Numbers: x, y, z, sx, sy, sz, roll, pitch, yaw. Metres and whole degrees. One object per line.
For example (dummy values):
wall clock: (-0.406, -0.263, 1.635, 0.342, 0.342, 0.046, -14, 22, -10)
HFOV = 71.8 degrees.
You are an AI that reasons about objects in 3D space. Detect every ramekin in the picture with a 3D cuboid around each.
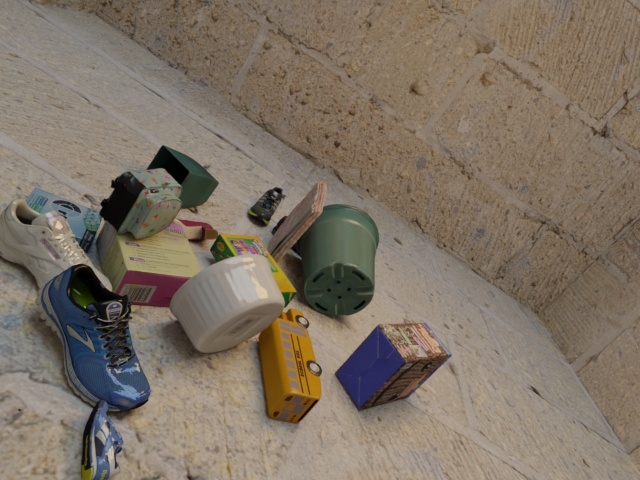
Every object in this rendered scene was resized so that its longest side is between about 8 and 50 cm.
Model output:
ramekin: (-0.226, 0.169, 1.130, 0.277, 0.277, 0.135, 2, 49, -55)

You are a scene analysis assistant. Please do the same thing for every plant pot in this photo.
plant pot: (-0.510, -0.225, 1.675, 0.166, 0.165, 0.234, 43, 14, 18)
plant pot: (0.068, 0.088, 1.697, 0.341, 0.341, 0.334, 29, 31, -17)

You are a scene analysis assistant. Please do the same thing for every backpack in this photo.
backpack: (-0.452, -0.103, 1.166, 0.144, 0.165, 0.188, 38, 25, 1)

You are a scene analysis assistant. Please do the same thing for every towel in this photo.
towel: (-0.101, -0.063, 1.708, 0.053, 0.332, 0.317, 39, 21, -12)

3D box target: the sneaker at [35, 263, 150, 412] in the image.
sneaker: (-0.444, 0.190, 0.889, 0.330, 0.147, 0.130, 54, 25, 8)

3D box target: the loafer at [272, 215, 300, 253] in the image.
loafer: (-0.065, 0.007, 1.934, 0.303, 0.095, 0.109, 34, 20, -3)

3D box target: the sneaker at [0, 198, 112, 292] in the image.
sneaker: (-0.607, 0.028, 1.009, 0.305, 0.152, 0.114, 35, 20, -4)

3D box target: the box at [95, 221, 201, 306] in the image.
box: (-0.468, 0.054, 1.208, 0.214, 0.117, 0.243, 13, 32, -44)

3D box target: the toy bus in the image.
toy bus: (-0.090, 0.327, 1.222, 0.130, 0.108, 0.332, 22, 25, -27)

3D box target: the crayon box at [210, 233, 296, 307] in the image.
crayon box: (-0.222, 0.099, 1.449, 0.165, 0.081, 0.278, 5, 37, -50)

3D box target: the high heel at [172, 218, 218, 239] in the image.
high heel: (-0.475, -0.042, 1.490, 0.244, 0.082, 0.117, 1, 9, -36)

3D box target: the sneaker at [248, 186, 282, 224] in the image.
sneaker: (-0.241, -0.169, 2.003, 0.111, 0.121, 0.300, 31, 22, -10)

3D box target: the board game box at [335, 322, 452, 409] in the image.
board game box: (0.235, 0.391, 1.404, 0.291, 0.232, 0.141, 10, 34, -47)

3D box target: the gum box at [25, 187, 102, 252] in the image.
gum box: (-0.700, -0.056, 1.193, 0.184, 0.041, 0.157, 24, 24, -26)

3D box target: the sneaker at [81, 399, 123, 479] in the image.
sneaker: (-0.388, 0.357, 0.790, 0.059, 0.053, 0.144, 18, 36, -36)
